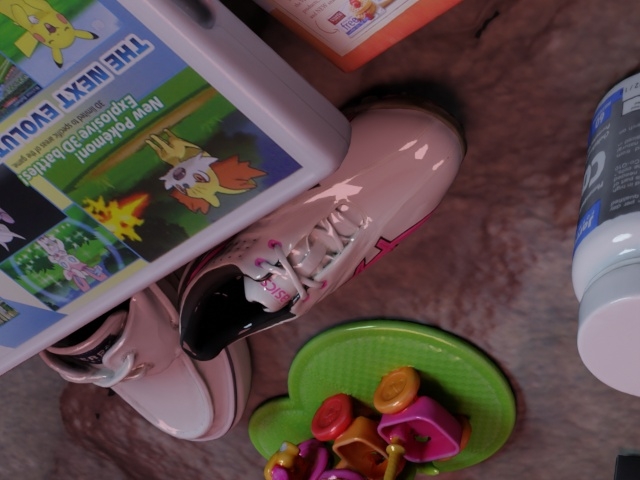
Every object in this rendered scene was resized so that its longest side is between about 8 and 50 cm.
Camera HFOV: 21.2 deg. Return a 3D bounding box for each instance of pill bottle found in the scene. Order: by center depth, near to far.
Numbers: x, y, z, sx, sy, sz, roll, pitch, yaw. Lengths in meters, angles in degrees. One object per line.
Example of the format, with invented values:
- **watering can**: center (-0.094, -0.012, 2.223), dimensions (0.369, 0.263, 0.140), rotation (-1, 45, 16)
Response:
- **pill bottle**: center (0.149, -0.004, 0.738), dimensions (0.078, 0.137, 0.078), rotation (8, 136, 8)

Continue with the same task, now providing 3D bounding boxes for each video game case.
- **video game case**: center (-0.202, -0.065, 0.737), dimensions (0.300, 0.036, 0.329), rotation (41, 131, -22)

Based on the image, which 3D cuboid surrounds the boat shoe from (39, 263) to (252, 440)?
- **boat shoe**: center (-0.119, 0.033, 0.892), dimensions (0.095, 0.084, 0.258), rotation (-12, 130, 26)

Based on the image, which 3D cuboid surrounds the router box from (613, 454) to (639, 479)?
- **router box**: center (0.255, 0.267, 0.864), dimensions (0.243, 0.308, 0.081), rotation (5, 139, 10)

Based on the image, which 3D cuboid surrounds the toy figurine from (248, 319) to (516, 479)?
- **toy figurine**: center (0.014, 0.150, 0.921), dimensions (0.173, 0.159, 0.130), rotation (-25, 124, 35)

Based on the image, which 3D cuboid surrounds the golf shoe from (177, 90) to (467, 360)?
- **golf shoe**: center (0.000, 0.000, 0.825), dimensions (0.067, 0.086, 0.186), rotation (37, 132, -19)

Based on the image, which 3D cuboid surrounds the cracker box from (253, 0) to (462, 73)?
- **cracker box**: center (-0.020, -0.180, 0.642), dimensions (0.232, 0.067, 0.156), rotation (36, 143, -22)
